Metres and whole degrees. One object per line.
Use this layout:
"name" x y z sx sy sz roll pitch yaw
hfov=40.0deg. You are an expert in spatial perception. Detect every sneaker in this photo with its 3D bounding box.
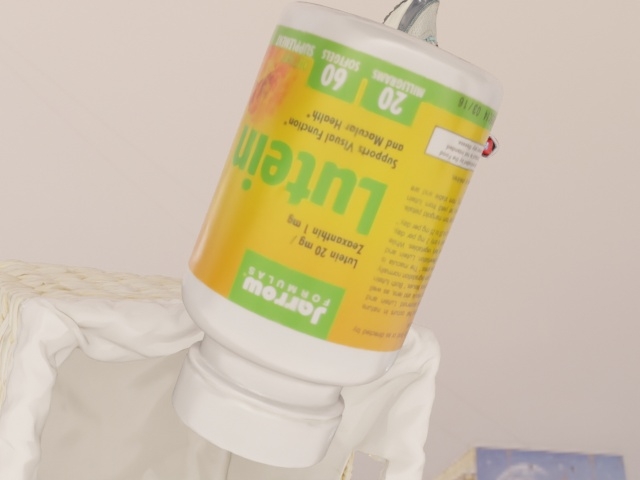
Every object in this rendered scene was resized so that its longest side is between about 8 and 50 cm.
"sneaker" 0.224 -0.153 1.377 0.118 0.042 0.067 -3 18 -28
"sneaker" 0.150 -0.246 1.323 0.110 0.122 0.283 -33 -29 -31

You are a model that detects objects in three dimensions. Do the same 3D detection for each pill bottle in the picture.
"pill bottle" 0.000 0.000 0.517 0.136 0.246 0.136 21 8 -3

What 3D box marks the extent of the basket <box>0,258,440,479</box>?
"basket" -0.125 0.191 0.700 0.331 0.328 0.266 8 4 -33
